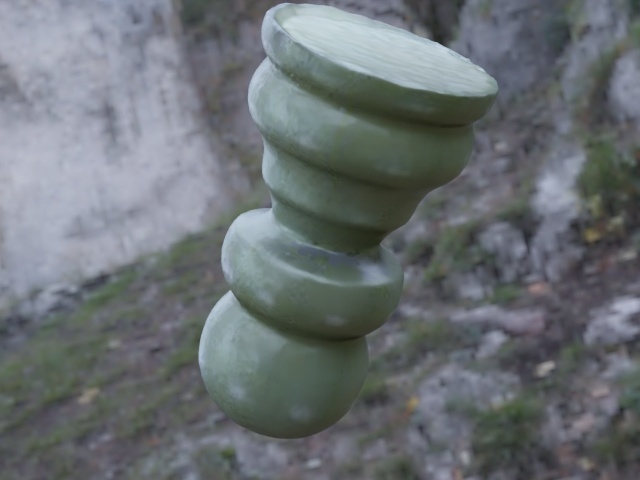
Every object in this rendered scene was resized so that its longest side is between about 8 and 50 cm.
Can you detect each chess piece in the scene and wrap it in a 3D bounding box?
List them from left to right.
[{"bbox_3d":[0.000,0.000,1.015,0.144,0.251,0.144,16,20,-6],"label":"chess piece"}]
